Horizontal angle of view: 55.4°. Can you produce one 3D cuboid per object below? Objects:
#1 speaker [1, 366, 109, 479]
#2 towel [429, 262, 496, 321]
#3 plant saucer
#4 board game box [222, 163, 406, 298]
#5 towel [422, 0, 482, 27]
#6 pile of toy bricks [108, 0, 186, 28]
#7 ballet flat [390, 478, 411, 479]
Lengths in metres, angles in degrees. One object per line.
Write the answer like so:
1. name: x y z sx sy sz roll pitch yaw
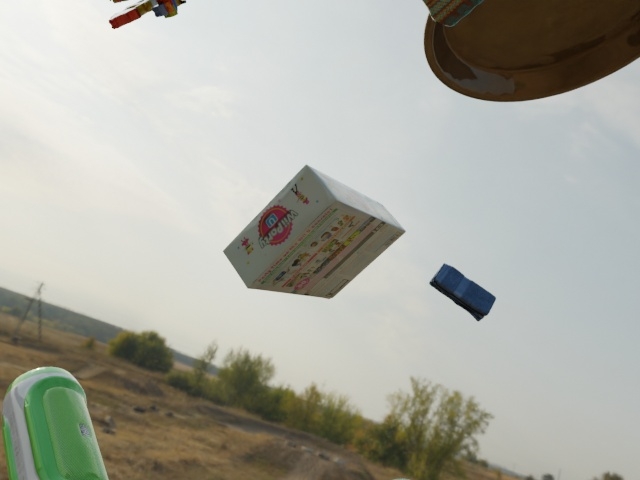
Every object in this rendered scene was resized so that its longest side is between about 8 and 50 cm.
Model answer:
1. speaker: -0.384 0.318 0.887 0.131 0.131 0.296 32 8 -43
2. towel: 0.265 0.095 1.137 0.119 0.067 0.029 35 -44 12
3. plant saucer: 0.241 -0.240 0.624 0.278 0.041 0.278 -5 -24 -2
4. board game box: 0.000 0.000 1.151 0.097 0.224 0.303 53 17 25
5. towel: 0.137 -0.369 0.423 0.271 0.040 0.370 50 -45 -4
6. pile of toy bricks: -0.262 -0.369 0.881 0.212 0.105 0.118 9 -44 43
7. ballet flat: 0.091 0.375 0.756 0.083 0.087 0.247 -12 -6 10
